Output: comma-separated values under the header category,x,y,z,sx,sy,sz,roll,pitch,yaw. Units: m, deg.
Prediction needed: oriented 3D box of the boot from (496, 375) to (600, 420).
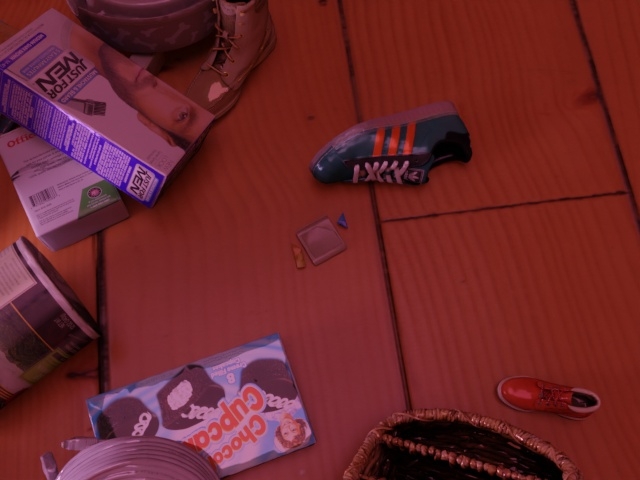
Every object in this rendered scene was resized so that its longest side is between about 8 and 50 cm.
category,x,y,z,sx,sy,sz,roll,pitch,yaw
boot,0.370,0.250,1.122,0.157,0.085,0.059,10,72,3

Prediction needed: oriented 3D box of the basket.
category,x,y,z,sx,sy,sz,roll,pitch,yaw
basket,0.200,0.341,0.961,0.299,0.223,0.214,9,69,30

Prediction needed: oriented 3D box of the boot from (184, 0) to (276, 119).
category,x,y,z,sx,sy,sz,roll,pitch,yaw
boot,-0.170,-0.354,1.252,0.095,0.203,0.262,33,72,10

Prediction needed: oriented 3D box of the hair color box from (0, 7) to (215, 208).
category,x,y,z,sx,sy,sz,roll,pitch,yaw
hair color box,-0.374,-0.227,1.181,0.338,0.110,0.185,34,48,-8

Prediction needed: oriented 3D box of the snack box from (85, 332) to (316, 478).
category,x,y,z,sx,sy,sz,roll,pitch,yaw
snack box,-0.187,0.289,1.102,0.321,0.060,0.187,-19,74,-8

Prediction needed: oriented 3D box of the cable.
category,x,y,z,sx,sy,sz,roll,pitch,yaw
cable,-0.261,0.402,0.988,0.257,0.089,0.257,-4,103,-12

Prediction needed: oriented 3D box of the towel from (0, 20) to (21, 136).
category,x,y,z,sx,sy,sz,roll,pitch,yaw
towel,-0.709,-0.328,1.316,0.370,0.040,0.271,26,73,5

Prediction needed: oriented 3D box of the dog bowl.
category,x,y,z,sx,sy,sz,roll,pitch,yaw
dog bowl,-0.320,-0.497,1.318,0.348,0.102,0.349,0,57,0

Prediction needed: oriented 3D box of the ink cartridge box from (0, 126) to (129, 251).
category,x,y,z,sx,sy,sz,roll,pitch,yaw
ink cartridge box,-0.452,-0.109,1.219,0.153,0.087,0.208,-26,73,-11

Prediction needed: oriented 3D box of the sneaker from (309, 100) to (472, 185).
category,x,y,z,sx,sy,sz,roll,pitch,yaw
sneaker,0.134,-0.151,1.242,0.302,0.108,0.121,-21,68,-10

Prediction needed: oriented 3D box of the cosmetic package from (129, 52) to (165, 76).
category,x,y,z,sx,sy,sz,roll,pitch,yaw
cosmetic package,-0.342,-0.317,1.311,0.041,0.060,0.115,24,73,5

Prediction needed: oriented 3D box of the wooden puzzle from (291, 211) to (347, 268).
category,x,y,z,sx,sy,sz,roll,pitch,yaw
wooden puzzle,0.000,0.000,1.236,0.116,0.014,0.079,-22,77,-9

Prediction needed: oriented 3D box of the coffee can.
category,x,y,z,sx,sy,sz,roll,pitch,yaw
coffee can,-0.513,0.153,1.065,0.275,0.201,0.201,-38,76,-14
